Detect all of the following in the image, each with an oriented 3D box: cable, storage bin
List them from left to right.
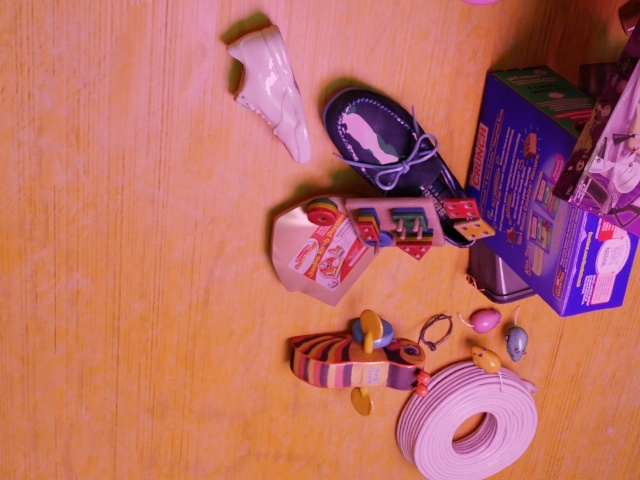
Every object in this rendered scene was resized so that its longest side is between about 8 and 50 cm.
[{"bbox_3d":[0.272,0.340,2.062,0.257,0.089,0.257,33,103,-35],"label":"cable"},{"bbox_3d":[0.292,0.036,1.867,0.098,0.135,0.091,-15,113,-13],"label":"storage bin"}]

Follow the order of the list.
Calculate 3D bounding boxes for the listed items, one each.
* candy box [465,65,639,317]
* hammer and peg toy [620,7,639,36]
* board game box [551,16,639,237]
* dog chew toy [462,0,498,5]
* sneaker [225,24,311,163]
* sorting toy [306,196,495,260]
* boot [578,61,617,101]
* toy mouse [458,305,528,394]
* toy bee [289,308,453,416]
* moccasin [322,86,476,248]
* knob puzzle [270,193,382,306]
[{"bbox_3d":[0.351,-0.082,1.697,0.122,0.317,0.268,-7,122,-22],"label":"candy box"},{"bbox_3d":[0.480,-0.395,1.599,0.127,0.266,0.361,-21,129,12],"label":"hammer and peg toy"},{"bbox_3d":[0.469,-0.174,1.486,0.208,0.056,0.346,22,97,-30],"label":"board game box"},{"bbox_3d":[0.286,-0.434,1.501,0.207,0.206,0.332,23,142,-33],"label":"dog chew toy"},{"bbox_3d":[-0.074,-0.199,1.601,0.094,0.080,0.212,-17,119,1],"label":"sneaker"},{"bbox_3d":[0.122,-0.013,1.699,0.275,0.046,0.132,-1,151,15],"label":"sorting toy"},{"bbox_3d":[0.517,-0.143,1.787,0.264,0.096,0.280,-8,98,-40],"label":"boot"},{"bbox_3d":[0.321,0.166,1.981,0.161,0.031,0.143,47,69,-7],"label":"toy mouse"},{"bbox_3d":[0.108,0.194,1.858,0.298,0.162,0.195,-25,124,-8],"label":"toy bee"},{"bbox_3d":[0.145,-0.111,1.713,0.137,0.117,0.342,-48,126,9],"label":"moccasin"},{"bbox_3d":[0.000,0.000,1.772,0.213,0.030,0.213,-11,124,-17],"label":"knob puzzle"}]
